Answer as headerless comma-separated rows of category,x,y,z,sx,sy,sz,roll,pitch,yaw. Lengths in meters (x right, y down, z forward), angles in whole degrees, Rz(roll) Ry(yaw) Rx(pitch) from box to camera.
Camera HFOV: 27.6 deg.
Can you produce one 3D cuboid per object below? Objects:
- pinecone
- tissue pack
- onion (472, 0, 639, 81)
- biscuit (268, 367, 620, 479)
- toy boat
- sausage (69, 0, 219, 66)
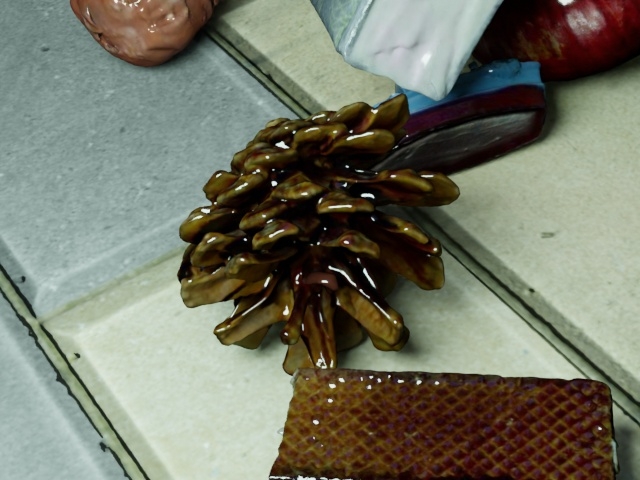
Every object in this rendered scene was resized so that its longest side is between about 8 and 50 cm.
pinecone,0.001,0.002,1.006,0.229,0.202,0.201,-29,45,0
tissue pack,0.092,-0.323,1.194,0.124,0.288,0.394,22,18,-18
onion,0.229,-0.292,1.233,0.273,0.285,0.273,-19,44,20
biscuit,0.084,0.153,0.924,0.252,0.070,0.106,1,43,11
toy boat,0.098,-0.113,1.178,0.223,0.100,0.097,-18,53,-12
sausage,-0.171,-0.295,1.376,0.152,0.152,0.280,1,43,9
